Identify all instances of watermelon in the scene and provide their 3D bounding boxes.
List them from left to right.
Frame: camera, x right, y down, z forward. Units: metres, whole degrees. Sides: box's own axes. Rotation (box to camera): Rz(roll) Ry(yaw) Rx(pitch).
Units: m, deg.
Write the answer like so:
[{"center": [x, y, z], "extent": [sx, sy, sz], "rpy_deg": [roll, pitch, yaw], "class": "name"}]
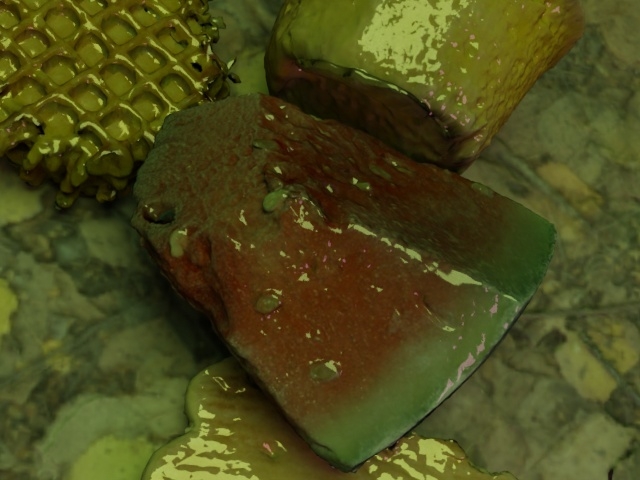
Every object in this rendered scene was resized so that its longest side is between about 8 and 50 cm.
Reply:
[{"center": [0.000, 0.000, 0.841], "extent": [0.257, 0.139, 0.193], "rpy_deg": [37, 36, -1], "class": "watermelon"}]

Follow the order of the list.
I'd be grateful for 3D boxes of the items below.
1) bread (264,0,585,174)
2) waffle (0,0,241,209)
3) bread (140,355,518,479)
[{"center": [0.065, -0.133, 0.924], "extent": [0.197, 0.197, 0.170], "rpy_deg": [29, 68, -1], "class": "bread"}, {"center": [-0.152, -0.117, 0.925], "extent": [0.197, 0.070, 0.193], "rpy_deg": [-6, 68, -20], "class": "waffle"}, {"center": [0.008, 0.186, 0.844], "extent": [0.251, 0.039, 0.181], "rpy_deg": [23, 63, -4], "class": "bread"}]
